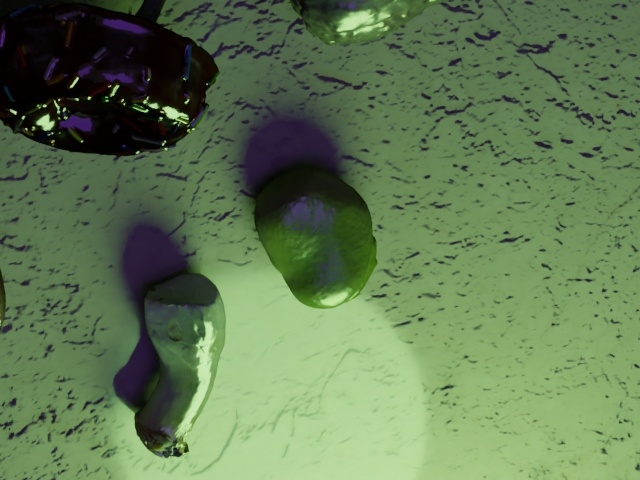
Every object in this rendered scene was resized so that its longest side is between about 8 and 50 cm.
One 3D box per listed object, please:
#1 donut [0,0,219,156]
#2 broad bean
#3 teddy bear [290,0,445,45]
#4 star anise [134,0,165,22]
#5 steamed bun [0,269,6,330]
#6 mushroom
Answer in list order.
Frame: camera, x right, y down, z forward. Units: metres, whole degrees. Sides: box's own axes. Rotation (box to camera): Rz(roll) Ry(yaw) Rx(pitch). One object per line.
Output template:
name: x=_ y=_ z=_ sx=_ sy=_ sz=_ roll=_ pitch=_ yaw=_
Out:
donut: x=-0.217 y=-0.147 z=1.807 sx=0.235 sy=0.235 sz=0.089 roll=16 pitch=70 yaw=-33
broad bean: x=0.000 y=0.000 z=2.085 sx=0.124 sy=0.082 sz=0.174 roll=-24 pitch=129 yaw=-8
teddy bear: x=0.090 y=-0.295 z=1.892 sx=0.267 sy=0.151 sz=0.236 roll=-22 pitch=156 yaw=0
star anise: x=-0.190 y=-0.362 z=1.697 sx=0.316 sy=0.139 sz=0.359 roll=8 pitch=102 yaw=-63
steamed bun: x=-0.385 y=0.076 z=1.909 sx=0.106 sy=0.145 sz=0.175 roll=28 pitch=110 yaw=-38
mushroom: x=-0.156 y=0.142 z=2.106 sx=0.092 sy=0.081 sz=0.223 roll=-18 pitch=131 yaw=-38
